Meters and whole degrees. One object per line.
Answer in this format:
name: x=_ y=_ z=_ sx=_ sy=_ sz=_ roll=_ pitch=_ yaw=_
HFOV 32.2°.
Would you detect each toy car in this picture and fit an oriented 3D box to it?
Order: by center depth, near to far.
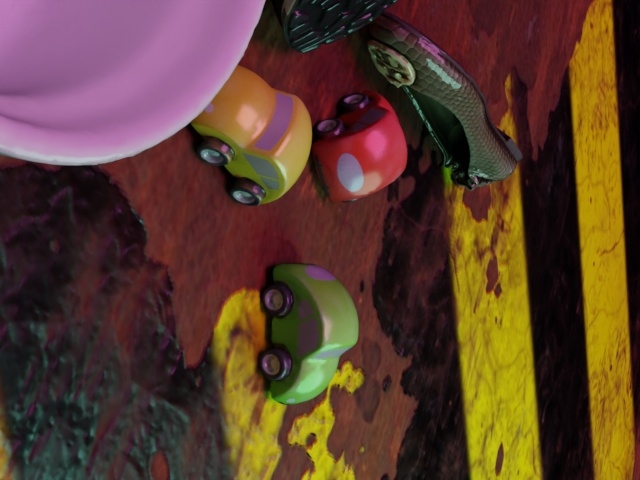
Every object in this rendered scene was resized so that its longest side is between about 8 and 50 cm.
toy car: x=0.000 y=0.000 z=0.751 sx=0.239 sy=0.053 sz=0.225 roll=-1 pitch=92 yaw=-59

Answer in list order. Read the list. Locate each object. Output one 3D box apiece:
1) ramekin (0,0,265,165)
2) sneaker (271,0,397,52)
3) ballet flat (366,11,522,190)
ramekin: x=-0.143 y=-0.167 z=0.429 sx=0.277 sy=0.135 sz=0.277 roll=-5 pitch=96 yaw=-58
sneaker: x=-0.003 y=-0.221 z=0.650 sx=0.124 sy=0.107 sz=0.283 roll=59 pitch=-9 yaw=15
ballet flat: x=0.098 y=-0.104 z=0.902 sx=0.058 sy=0.084 sz=0.250 roll=-48 pitch=146 yaw=3
